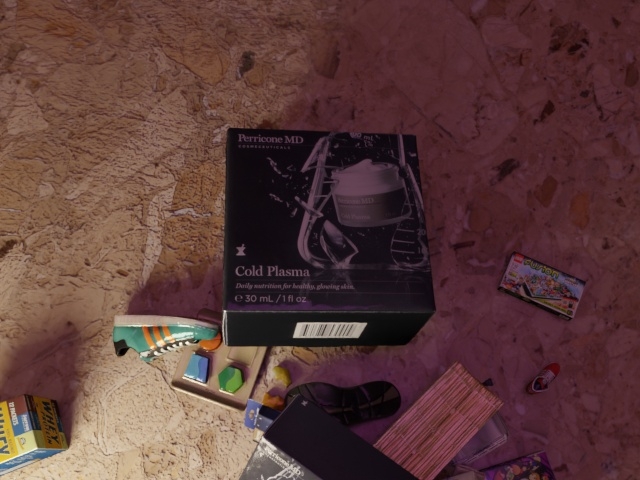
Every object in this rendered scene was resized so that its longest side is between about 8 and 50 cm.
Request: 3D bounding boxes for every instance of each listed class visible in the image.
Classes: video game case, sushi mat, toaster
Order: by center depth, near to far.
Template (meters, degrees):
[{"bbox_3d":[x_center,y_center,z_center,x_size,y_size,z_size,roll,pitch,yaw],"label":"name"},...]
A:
[{"bbox_3d":[0.272,0.444,1.540,0.316,0.019,0.151,-43,73,-9],"label":"sushi mat"},{"bbox_3d":[0.491,0.658,1.588,0.210,0.042,0.232,-15,72,-5],"label":"video game case"},{"bbox_3d":[0.363,0.459,1.613,0.227,0.129,0.146,-28,77,-7],"label":"toaster"}]

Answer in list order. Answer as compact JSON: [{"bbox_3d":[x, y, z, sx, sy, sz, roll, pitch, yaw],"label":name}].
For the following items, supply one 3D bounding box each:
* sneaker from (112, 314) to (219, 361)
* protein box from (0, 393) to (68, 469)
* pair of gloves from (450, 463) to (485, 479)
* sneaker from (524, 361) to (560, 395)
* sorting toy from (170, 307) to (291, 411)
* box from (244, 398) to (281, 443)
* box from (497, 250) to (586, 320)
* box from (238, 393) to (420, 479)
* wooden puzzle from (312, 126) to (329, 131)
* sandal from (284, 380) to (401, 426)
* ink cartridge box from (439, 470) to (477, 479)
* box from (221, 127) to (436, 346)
[{"bbox_3d":[-0.403,0.257,1.699,0.302,0.108,0.121,-1,82,18],"label":"sneaker"},{"bbox_3d":[-0.761,0.482,1.586,0.201,0.200,0.136,-21,73,-6],"label":"protein box"},{"bbox_3d":[0.258,0.607,1.569,0.240,0.042,0.204,11,105,9],"label":"pair of gloves"},{"bbox_3d":[0.580,0.354,1.674,0.118,0.067,0.042,-39,76,-11],"label":"sneaker"},{"bbox_3d":[-0.216,0.326,1.711,0.307,0.041,0.229,18,73,7],"label":"sorting toy"},{"bbox_3d":[-0.089,0.481,1.610,0.225,0.136,0.036,22,44,9],"label":"box"},{"bbox_3d":[0.599,0.122,1.767,0.207,0.036,0.114,24,73,9],"label":"box"},{"bbox_3d":[-0.009,0.585,1.465,0.343,0.179,0.313,32,119,11],"label":"box"},{"bbox_3d":[-0.033,-0.194,1.885,0.238,0.044,0.221,-26,73,-12],"label":"wooden puzzle"},{"bbox_3d":[0.056,0.425,1.658,0.302,0.086,0.120,1,65,-14],"label":"sandal"},{"bbox_3d":[0.320,0.610,1.498,0.198,0.067,0.115,-23,98,18],"label":"ink cartridge box"},{"bbox_3d":[0.000,0.000,1.619,0.479,0.297,0.472,1,65,-8],"label":"box"}]
